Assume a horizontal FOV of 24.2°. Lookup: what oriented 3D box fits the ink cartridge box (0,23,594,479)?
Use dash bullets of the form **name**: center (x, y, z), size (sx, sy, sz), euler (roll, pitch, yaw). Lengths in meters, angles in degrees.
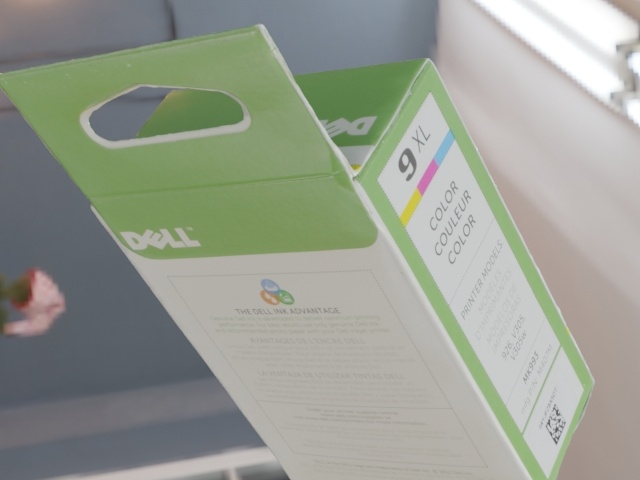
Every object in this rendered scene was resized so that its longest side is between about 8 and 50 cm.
- **ink cartridge box**: center (0.000, 0.000, 0.495), size (0.109, 0.062, 0.209), euler (-3, -46, 37)
